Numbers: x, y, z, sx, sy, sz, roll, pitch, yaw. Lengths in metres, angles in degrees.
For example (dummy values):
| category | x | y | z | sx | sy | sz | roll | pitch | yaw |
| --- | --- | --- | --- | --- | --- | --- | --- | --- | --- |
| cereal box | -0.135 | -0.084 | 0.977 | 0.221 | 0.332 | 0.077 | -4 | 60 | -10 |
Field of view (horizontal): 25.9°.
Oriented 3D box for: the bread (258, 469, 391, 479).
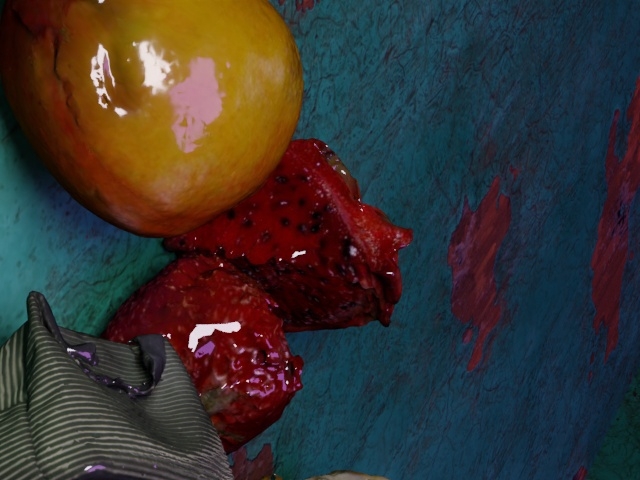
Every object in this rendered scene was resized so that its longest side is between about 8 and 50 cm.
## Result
| category | x | y | z | sx | sy | sz | roll | pitch | yaw |
| --- | --- | --- | --- | --- | --- | --- | --- | --- | --- |
| bread | -0.042 | 0.547 | 2.116 | 0.361 | 0.250 | 0.394 | -10 | 114 | -57 |

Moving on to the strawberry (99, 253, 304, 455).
| category | x | y | z | sx | sy | sz | roll | pitch | yaw |
| --- | --- | --- | --- | --- | --- | --- | --- | --- | --- |
| strawberry | -0.150 | 0.139 | 1.767 | 0.220 | 0.274 | 0.274 | -84 | 163 | -44 |

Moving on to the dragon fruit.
| category | x | y | z | sx | sy | sz | roll | pitch | yaw |
| --- | --- | --- | --- | --- | --- | --- | --- | --- | --- |
| dragon fruit | 0.003 | -0.009 | 1.893 | 0.286 | 0.329 | 0.228 | 56 | 46 | -52 |

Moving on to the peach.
| category | x | y | z | sx | sy | sz | roll | pitch | yaw |
| --- | --- | --- | --- | --- | --- | --- | --- | --- | --- |
| peach | -0.184 | -0.181 | 1.504 | 0.373 | 0.290 | 0.372 | -22 | 116 | -54 |

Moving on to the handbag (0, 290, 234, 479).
| category | x | y | z | sx | sy | sz | roll | pitch | yaw |
| --- | --- | --- | --- | --- | --- | --- | --- | --- | --- |
| handbag | -0.267 | 0.215 | 1.508 | 0.341 | 0.247 | 0.240 | 28 | 36 | -56 |
